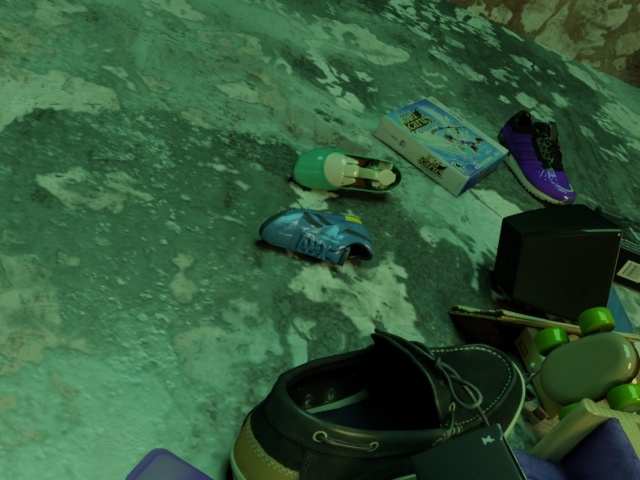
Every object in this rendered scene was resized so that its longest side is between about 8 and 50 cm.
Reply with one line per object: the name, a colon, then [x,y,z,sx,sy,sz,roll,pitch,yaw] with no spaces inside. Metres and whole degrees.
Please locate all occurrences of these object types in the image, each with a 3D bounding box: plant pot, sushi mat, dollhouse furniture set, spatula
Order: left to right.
spatula: [-0.072,0.290,0.802,0.297,0.030,0.084,11,28,23]
dollhouse furniture set: [0.301,0.240,1.173,0.114,0.081,0.091,-14,52,-46]
sushi mat: [0.390,0.145,1.340,0.317,0.019,0.151,11,-5,-26]
plant pot: [0.425,0.036,1.429,0.167,0.187,0.188,5,16,-4]

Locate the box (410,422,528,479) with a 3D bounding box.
box: [0.190,0.327,0.852,0.108,0.207,0.153,-22,45,2]

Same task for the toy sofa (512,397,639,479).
toy sofa: [0.374,0.389,0.963,0.177,0.150,0.362,15,37,-22]

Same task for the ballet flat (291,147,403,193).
ballet flat: [0.064,-0.134,1.478,0.247,0.083,0.087,2,1,-38]

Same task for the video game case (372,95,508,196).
video game case: [0.288,-0.230,1.809,0.244,0.061,0.269,38,34,15]

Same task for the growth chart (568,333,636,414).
growth chart: [0.488,0.245,1.275,0.237,0.021,0.172,26,35,-5]

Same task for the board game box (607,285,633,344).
board game box: [0.551,0.150,1.490,0.133,0.033,0.168,-36,99,-50]

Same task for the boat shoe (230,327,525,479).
boat shoe: [0.112,0.206,0.995,0.500,0.156,0.187,-6,35,-41]

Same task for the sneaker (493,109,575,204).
sneaker: [0.546,-0.217,1.905,0.102,0.146,0.293,1,42,-35]

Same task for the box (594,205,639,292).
box: [0.684,0.023,1.740,0.156,0.093,0.158,20,33,-14]

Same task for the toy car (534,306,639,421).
toy car: [0.441,0.216,1.189,0.188,0.149,0.155,30,40,-42]

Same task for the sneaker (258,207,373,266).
sneaker: [0.000,0.000,1.282,0.209,0.069,0.082,5,44,-33]

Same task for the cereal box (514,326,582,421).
cereal box: [0.467,0.242,1.325,0.240,0.047,0.173,13,38,-22]
